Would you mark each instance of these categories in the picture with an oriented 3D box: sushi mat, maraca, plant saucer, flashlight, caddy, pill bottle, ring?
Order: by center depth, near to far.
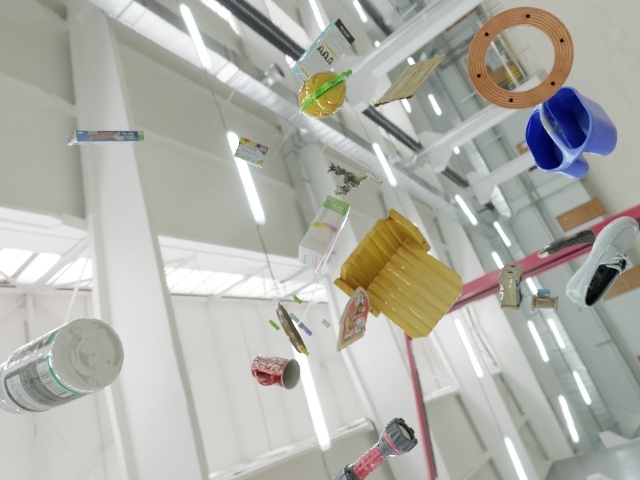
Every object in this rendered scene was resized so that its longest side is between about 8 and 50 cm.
[{"bbox_3d":[0.010,-0.340,1.053,0.099,0.127,0.185,53,167,-9],"label":"maraca"},{"bbox_3d":[-0.745,0.362,1.287,0.204,0.360,0.204,42,-145,-39],"label":"pill bottle"},{"bbox_3d":[0.166,0.687,1.438,0.103,0.304,0.103,38,-167,-24],"label":"flashlight"},{"bbox_3d":[0.671,-0.612,1.552,0.337,0.336,0.032,60,-168,2],"label":"ring"},{"bbox_3d":[0.308,-0.549,1.574,0.317,0.151,0.019,-53,-52,-35],"label":"sushi mat"},{"bbox_3d":[0.843,-0.374,1.589,0.179,0.241,0.342,16,-134,-17],"label":"caddy"},{"bbox_3d":[-0.138,0.412,2.124,0.278,0.041,0.278,61,177,6],"label":"plant saucer"}]

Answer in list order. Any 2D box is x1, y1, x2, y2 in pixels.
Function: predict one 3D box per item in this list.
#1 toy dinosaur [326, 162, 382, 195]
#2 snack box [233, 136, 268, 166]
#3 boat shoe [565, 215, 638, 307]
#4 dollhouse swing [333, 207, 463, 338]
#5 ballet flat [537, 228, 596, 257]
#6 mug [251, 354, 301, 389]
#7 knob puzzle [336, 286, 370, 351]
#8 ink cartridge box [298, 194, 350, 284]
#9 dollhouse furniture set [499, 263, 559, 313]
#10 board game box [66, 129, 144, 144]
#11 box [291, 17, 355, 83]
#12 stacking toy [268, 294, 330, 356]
[{"bbox_3d":[0.088,-0.198,1.444,0.118,0.268,0.064,27,-101,-18],"label":"toy dinosaur"},{"bbox_3d":[-0.331,-0.421,2.188,0.141,0.100,0.037,20,174,-9],"label":"snack box"},{"bbox_3d":[0.654,0.055,1.037,0.079,0.228,0.081,27,-168,-11],"label":"boat shoe"},{"bbox_3d":[0.302,0.143,1.662,0.305,0.347,0.315,38,178,36],"label":"dollhouse swing"},{"bbox_3d":[0.735,0.017,1.365,0.057,0.173,0.049,-48,-65,-81],"label":"ballet flat"},{"bbox_3d":[-0.183,0.487,1.728,0.150,0.169,0.113,28,-111,-49],"label":"mug"},{"bbox_3d":[0.119,0.242,1.462,0.213,0.029,0.213,-30,-52,-49],"label":"knob puzzle"},{"bbox_3d":[0.000,0.000,2.052,0.119,0.207,0.354,25,-114,8],"label":"ink cartridge box"},{"bbox_3d":[0.749,0.168,1.640,0.129,0.183,0.130,-32,-63,-54],"label":"dollhouse furniture set"},{"bbox_3d":[-0.697,-0.333,1.488,0.201,0.136,0.035,-11,-78,-39],"label":"board game box"},{"bbox_3d":[0.010,-0.673,1.657,0.100,0.244,0.060,43,171,-29],"label":"box"},{"bbox_3d":[-0.086,0.356,1.950,0.221,0.167,0.052,40,164,9],"label":"stacking toy"}]
